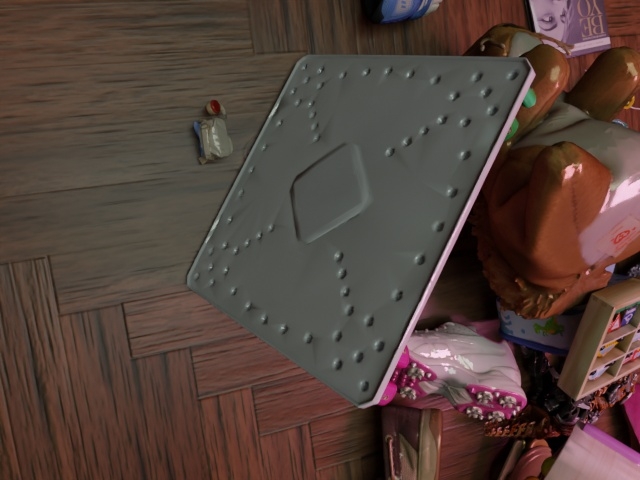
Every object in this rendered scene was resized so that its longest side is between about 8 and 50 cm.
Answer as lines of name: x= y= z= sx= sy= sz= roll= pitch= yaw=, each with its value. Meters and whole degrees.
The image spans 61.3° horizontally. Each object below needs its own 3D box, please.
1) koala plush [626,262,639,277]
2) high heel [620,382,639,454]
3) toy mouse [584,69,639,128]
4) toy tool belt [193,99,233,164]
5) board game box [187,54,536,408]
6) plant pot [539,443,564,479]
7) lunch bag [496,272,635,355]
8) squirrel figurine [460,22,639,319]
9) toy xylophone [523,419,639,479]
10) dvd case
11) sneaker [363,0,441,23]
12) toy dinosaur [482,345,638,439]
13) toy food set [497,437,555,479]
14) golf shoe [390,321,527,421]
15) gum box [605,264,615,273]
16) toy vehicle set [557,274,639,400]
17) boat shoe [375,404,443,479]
koala plush: x=0.655 y=0.145 z=0.960 sx=0.203 sy=0.221 sz=0.196 roll=-27 pitch=109 yaw=-3
high heel: x=0.609 y=0.402 z=1.063 sx=0.117 sy=0.082 sz=0.244 roll=15 pitch=100 yaw=4
toy mouse: x=0.521 y=-0.236 z=1.004 sx=0.161 sy=0.031 sz=0.143 roll=37 pitch=82 yaw=-17
toy tool belt: x=-0.162 y=-0.155 z=0.776 sx=0.051 sy=0.052 sz=0.083 roll=-11 pitch=93 yaw=27
board game box: x=0.022 y=-0.051 z=0.682 sx=0.050 sy=0.390 sz=0.390 roll=31 pitch=84 yaw=-43
plant pot: x=0.540 y=0.487 z=0.936 sx=0.215 sy=0.230 sz=0.216 roll=-6 pitch=103 yaw=-25
lunch bag: x=0.417 y=0.114 z=0.908 sx=0.218 sy=0.176 sz=0.090 roll=-16 pitch=102 yaw=-29
squirrel figurine: x=0.291 y=-0.106 z=0.789 sx=0.280 sy=0.371 sz=0.397 roll=-16 pitch=138 yaw=-14
toy xylophone: x=0.418 y=0.474 z=0.869 sx=0.323 sy=0.236 sz=0.081 roll=-57 pitch=153 yaw=14
dvd case: x=0.438 y=-0.441 z=0.971 sx=0.164 sy=0.018 sz=0.222 roll=-16 pitch=99 yaw=-17
sneaker: x=0.065 y=-0.479 z=0.788 sx=0.147 sy=0.129 sz=0.330 roll=-28 pitch=102 yaw=-17
toy dinosaur: x=0.441 y=0.274 z=0.959 sx=0.321 sy=0.164 sz=0.219 roll=-29 pitch=120 yaw=-36
toy food set: x=0.393 y=0.432 z=1.009 sx=0.192 sy=0.038 sz=0.133 roll=24 pitch=92 yaw=-27
golf shoe: x=0.189 y=0.193 z=0.898 sx=0.306 sy=0.115 sz=0.140 roll=20 pitch=48 yaw=-6
gum box: x=0.476 y=-0.030 z=0.998 sx=0.184 sy=0.041 sz=0.157 roll=16 pitch=89 yaw=-18
toy vehicle set: x=0.475 y=0.123 z=0.804 sx=0.266 sy=0.035 sz=0.166 roll=-13 pitch=124 yaw=-28
boat shoe: x=0.125 y=0.435 z=0.890 sx=0.123 sy=0.123 sz=0.342 roll=6 pitch=101 yaw=12
